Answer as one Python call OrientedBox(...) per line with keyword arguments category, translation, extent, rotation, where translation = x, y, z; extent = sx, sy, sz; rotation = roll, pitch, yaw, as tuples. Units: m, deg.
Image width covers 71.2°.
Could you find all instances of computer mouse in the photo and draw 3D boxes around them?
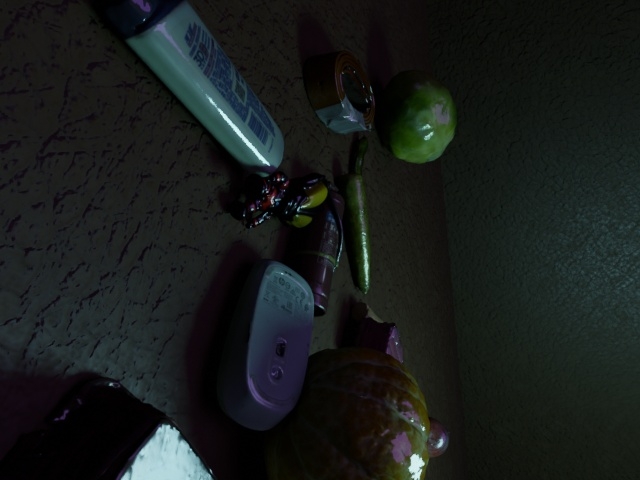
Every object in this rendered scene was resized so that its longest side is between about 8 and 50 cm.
OrientedBox(category="computer mouse", translation=(-0.097, 0.175, 0.777), extent=(0.159, 0.097, 0.288), rotation=(36, 45, -34))

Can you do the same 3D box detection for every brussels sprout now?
OrientedBox(category="brussels sprout", translation=(0.345, -0.431, 1.583), extent=(0.344, 0.268, 0.343), rotation=(-7, 90, -71))

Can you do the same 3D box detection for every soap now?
OrientedBox(category="soap", translation=(0.164, 0.361, 1.257), extent=(0.182, 0.112, 0.289), rotation=(-62, 148, -27))

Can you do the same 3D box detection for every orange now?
OrientedBox(category="orange", translation=(0.039, 0.348, 0.805), extent=(0.249, 0.329, 0.329), rotation=(36, 44, -11))

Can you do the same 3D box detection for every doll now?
OrientedBox(category="doll", translation=(-0.062, -0.073, 0.858), extent=(0.249, 0.127, 0.088), rotation=(-1, 69, -61))

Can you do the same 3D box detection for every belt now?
OrientedBox(category="belt", translation=(0.059, -0.378, 1.165), extent=(0.261, 0.105, 0.183), rotation=(33, 59, -60))

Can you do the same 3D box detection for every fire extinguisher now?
OrientedBox(category="fire extinguisher", translation=(0.000, 0.000, 1.003), extent=(0.141, 0.105, 0.341), rotation=(76, 23, -59))

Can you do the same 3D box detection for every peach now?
OrientedBox(category="peach", translation=(0.437, 0.773, 1.774), extent=(0.152, 0.152, 0.151), rotation=(-3, 90, -65))

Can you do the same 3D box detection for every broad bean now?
OrientedBox(category="broad bean", translation=(0.116, -0.224, 1.343), extent=(0.069, 0.039, 0.226), rotation=(30, 61, -53))

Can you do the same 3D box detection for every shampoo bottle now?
OrientedBox(category="shampoo bottle", translation=(-0.172, -0.250, 0.695), extent=(0.359, 0.078, 0.134), rotation=(48, 40, -52))

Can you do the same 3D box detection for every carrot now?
OrientedBox(category="carrot", translation=(0.104, -0.013, 1.260), extent=(0.074, 0.074, 0.358), rotation=(-37, 123, -60))

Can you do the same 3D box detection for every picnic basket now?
OrientedBox(category="picnic basket", translation=(-0.203, 0.313, 0.503), extent=(0.222, 0.129, 0.296), rotation=(-61, 141, -50))

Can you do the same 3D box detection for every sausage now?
OrientedBox(category="sausage", translation=(0.169, 0.260, 1.369), extent=(0.301, 0.066, 0.065), rotation=(42, 50, -53))
